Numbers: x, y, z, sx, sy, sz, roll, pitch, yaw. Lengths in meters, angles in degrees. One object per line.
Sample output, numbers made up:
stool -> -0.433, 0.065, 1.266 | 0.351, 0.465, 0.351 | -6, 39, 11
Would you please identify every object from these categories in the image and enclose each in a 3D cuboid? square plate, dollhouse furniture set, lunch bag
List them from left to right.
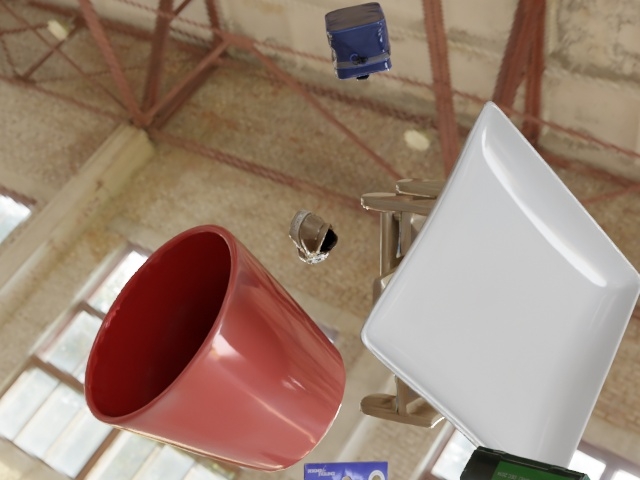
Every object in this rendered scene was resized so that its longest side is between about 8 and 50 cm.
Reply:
lunch bag -> 0.043, -0.214, 1.116 | 0.067, 0.098, 0.065 | -11, -62, 5
dollhouse furniture set -> 0.158, 0.069, 1.782 | 0.256, 0.394, 0.362 | 8, -73, 29
square plate -> 0.217, 0.076, 1.180 | 0.344, 0.347, 0.049 | 44, -30, -24

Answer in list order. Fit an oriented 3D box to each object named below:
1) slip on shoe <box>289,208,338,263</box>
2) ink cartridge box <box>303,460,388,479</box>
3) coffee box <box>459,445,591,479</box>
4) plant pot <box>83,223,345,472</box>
slip on shoe -> 0.000, 0.000, 1.184 | 0.041, 0.051, 0.135 | 23, -13, 16
ink cartridge box -> 0.055, 0.513, 1.489 | 0.175, 0.371, 0.069 | 9, -15, -40
coffee box -> 0.209, 0.253, 0.875 | 0.113, 0.040, 0.184 | 6, -39, 46
plant pot -> -0.118, 0.156, 1.285 | 0.243, 0.275, 0.275 | 38, -23, -33
